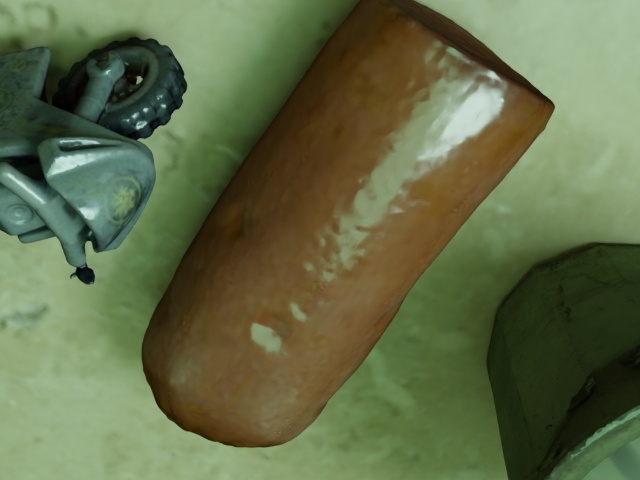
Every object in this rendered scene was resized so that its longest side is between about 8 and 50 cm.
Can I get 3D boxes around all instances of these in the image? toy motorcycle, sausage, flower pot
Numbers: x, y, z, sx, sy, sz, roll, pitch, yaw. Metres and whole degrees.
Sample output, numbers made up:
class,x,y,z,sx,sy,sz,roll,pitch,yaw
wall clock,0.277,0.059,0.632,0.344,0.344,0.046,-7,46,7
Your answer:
class,x,y,z,sx,sy,sz,roll,pitch,yaw
toy motorcycle,-0.162,-0.026,0.558,0.215,0.122,0.080,-19,135,5
sausage,0.000,0.000,0.599,0.113,0.113,0.259,29,112,-20
flower pot,0.178,0.102,0.621,0.212,0.202,0.212,-3,122,-4
